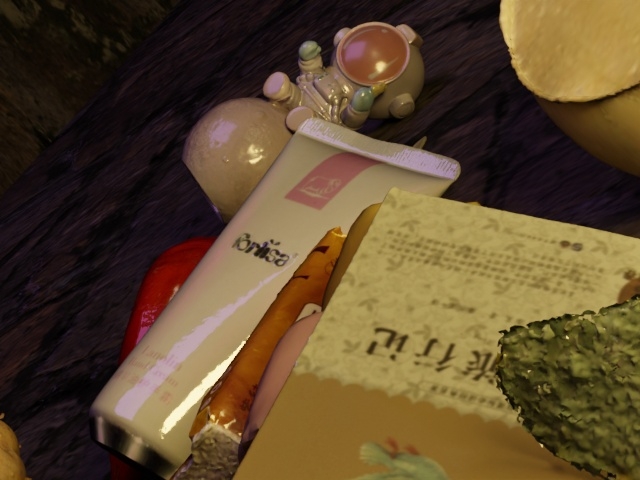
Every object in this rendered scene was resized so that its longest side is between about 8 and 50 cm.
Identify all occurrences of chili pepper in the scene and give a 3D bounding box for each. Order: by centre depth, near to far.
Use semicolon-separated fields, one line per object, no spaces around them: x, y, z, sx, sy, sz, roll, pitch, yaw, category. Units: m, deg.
-0.140;0.086;1.832;0.368;0.092;0.137;-61;-11;-57;chili pepper

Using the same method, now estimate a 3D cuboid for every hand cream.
-0.047;0.048;1.612;0.185;0.118;0.359;18;65;43;hand cream

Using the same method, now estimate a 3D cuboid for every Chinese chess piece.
0.273;-0.202;1.334;0.338;0.140;0.338;-38;37;37;Chinese chess piece

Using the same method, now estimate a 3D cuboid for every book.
0.082;0.100;1.072;0.217;0.021;0.310;13;50;20;book

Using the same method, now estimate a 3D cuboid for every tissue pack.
-0.027;0.123;1.375;0.226;0.092;0.183;-53;-11;-46;tissue pack

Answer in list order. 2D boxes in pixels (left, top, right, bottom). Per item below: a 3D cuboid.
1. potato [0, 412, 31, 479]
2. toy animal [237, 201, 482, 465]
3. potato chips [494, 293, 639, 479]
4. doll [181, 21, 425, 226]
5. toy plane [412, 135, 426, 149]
-0.358;0.259;1.836;0.235;0.128;0.161;-40;-31;-52;potato
0.055;0.085;1.208;0.195;0.169;0.281;-38;13;49;toy animal
0.189;0.088;0.949;0.228;0.059;0.167;38;111;37;potato chips
-0.007;-0.130;2.082;0.287;0.151;0.151;-36;14;-5;doll
0.000;0.000;1.759;0.244;0.092;0.229;-33;23;22;toy plane
